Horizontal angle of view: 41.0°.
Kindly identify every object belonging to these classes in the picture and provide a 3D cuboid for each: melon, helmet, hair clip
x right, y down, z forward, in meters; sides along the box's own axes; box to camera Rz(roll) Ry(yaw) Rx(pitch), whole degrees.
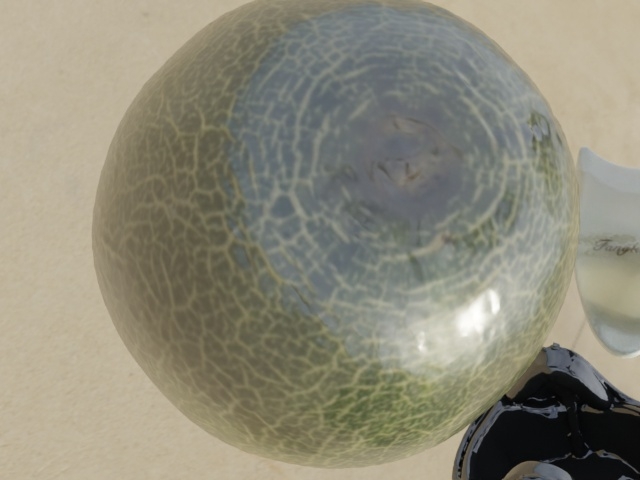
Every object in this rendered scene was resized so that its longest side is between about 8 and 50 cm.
[{"bbox_3d":[0.000,0.000,0.461,0.237,0.301,0.237,3,78,-12],"label":"melon"},{"bbox_3d":[0.231,0.220,0.796,0.189,0.216,0.193,-61,141,-50],"label":"helmet"},{"bbox_3d":[0.439,0.017,1.215,0.113,0.172,0.282,-41,133,-59],"label":"hair clip"}]
